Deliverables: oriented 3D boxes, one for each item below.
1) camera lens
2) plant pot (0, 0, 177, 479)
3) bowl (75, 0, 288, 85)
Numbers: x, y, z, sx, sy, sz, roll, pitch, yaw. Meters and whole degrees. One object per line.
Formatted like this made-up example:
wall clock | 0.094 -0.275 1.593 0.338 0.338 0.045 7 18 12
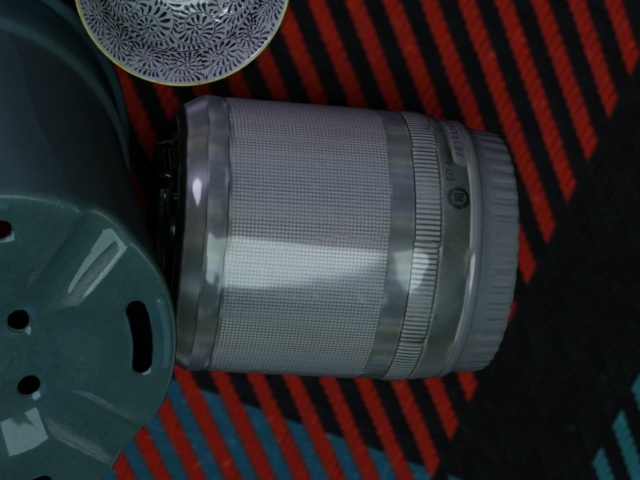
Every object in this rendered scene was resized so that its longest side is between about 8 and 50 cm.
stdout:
camera lens | 0.000 0.000 1.224 0.274 0.219 0.219 4 108 -10
plant pot | -0.266 0.005 1.093 0.341 0.334 0.341 -10 121 -17
bowl | -0.111 -0.215 1.214 0.170 0.080 0.170 -2 110 -6
